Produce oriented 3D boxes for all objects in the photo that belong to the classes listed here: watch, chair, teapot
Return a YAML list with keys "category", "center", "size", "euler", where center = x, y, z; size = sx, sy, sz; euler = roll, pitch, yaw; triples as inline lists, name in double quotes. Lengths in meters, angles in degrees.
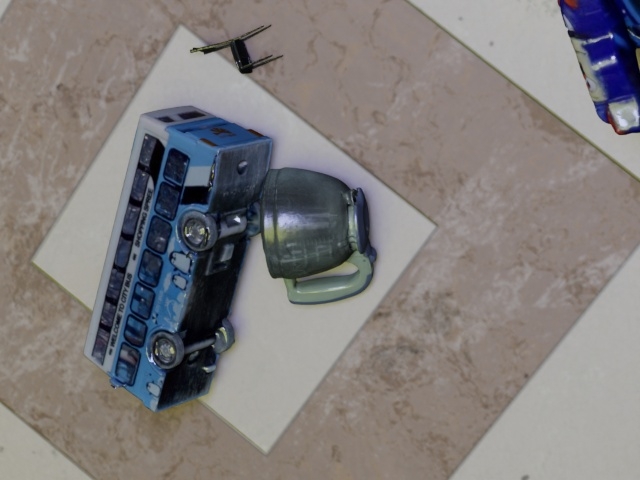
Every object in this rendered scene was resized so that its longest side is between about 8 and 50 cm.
- category: "watch"
  center: [0.309, -0.233, 1.754]
  size: [0.200, 0.171, 0.196]
  euler: [-21, 110, 14]
- category: "chair"
  center: [-0.084, -0.185, 1.980]
  size: [0.086, 0.037, 0.042]
  euler: [-15, 89, 21]
- category: "teapot"
  center: [-0.002, 0.000, 1.968]
  size: [0.108, 0.111, 0.149]
  euler: [-2, 101, 9]

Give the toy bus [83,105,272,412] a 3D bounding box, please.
- category: "toy bus"
  center: [-0.146, 0.017, 2.023]
  size: [0.131, 0.106, 0.297]
  euler: [29, 116, 28]
